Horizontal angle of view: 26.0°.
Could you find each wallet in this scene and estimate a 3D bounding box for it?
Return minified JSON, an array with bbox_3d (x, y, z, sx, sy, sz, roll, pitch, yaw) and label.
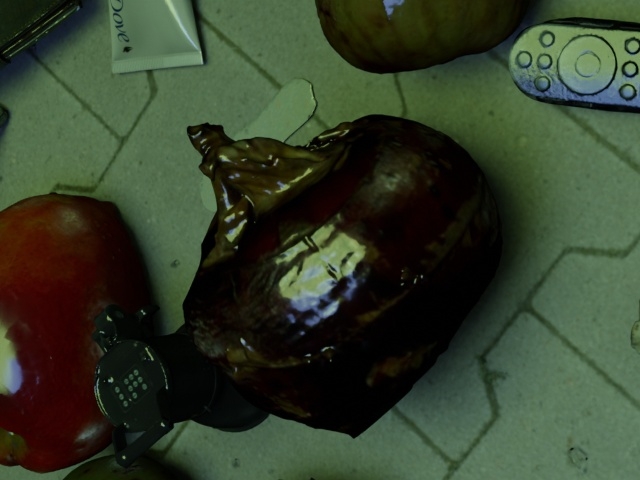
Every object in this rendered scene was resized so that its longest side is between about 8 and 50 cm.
[{"bbox_3d":[-0.436,-0.268,1.740,0.317,0.044,0.169,-33,55,17],"label":"wallet"}]

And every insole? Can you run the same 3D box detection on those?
[{"bbox_3d":[-0.074,-0.109,1.586,0.197,0.004,0.065,-47,68,21],"label":"insole"}]

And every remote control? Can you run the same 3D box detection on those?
[{"bbox_3d":[0.315,-0.166,1.335,0.266,0.066,0.090,10,108,26],"label":"remote control"}]

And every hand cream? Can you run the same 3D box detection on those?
[{"bbox_3d":[-0.211,-0.323,1.635,0.133,0.083,0.247,-4,97,32],"label":"hand cream"}]

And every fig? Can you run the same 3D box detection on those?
[{"bbox_3d":[0.081,-0.322,1.334,0.217,0.217,0.320,5,126,30],"label":"fig"}]

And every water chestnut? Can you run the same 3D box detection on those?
[{"bbox_3d":[0.000,0.000,1.364,0.335,0.335,0.347,-37,104,25],"label":"water chestnut"}]

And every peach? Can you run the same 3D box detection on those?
[{"bbox_3d":[-0.329,0.097,1.647,0.281,0.281,0.338,-11,49,30],"label":"peach"}]

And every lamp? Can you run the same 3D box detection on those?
[{"bbox_3d":[-0.162,0.142,1.506,0.147,0.227,0.172,-40,71,24],"label":"lamp"}]

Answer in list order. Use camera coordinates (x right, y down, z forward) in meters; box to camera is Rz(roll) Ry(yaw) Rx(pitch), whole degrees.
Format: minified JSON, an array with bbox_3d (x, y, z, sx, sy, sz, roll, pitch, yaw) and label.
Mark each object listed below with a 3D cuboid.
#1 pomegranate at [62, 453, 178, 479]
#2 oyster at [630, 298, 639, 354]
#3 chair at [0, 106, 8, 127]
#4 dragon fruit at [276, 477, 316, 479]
[{"bbox_3d":[-0.251,0.333,1.577,0.179,0.211,0.179,179,90,-71],"label":"pomegranate"},{"bbox_3d":[0.445,0.051,1.227,0.351,0.115,0.238,-35,64,20],"label":"oyster"},{"bbox_3d":[-0.522,-0.059,1.791,0.136,0.147,0.270,26,59,26],"label":"chair"},{"bbox_3d":[-0.002,0.382,1.425,0.234,0.234,0.293,-44,73,22],"label":"dragon fruit"}]
